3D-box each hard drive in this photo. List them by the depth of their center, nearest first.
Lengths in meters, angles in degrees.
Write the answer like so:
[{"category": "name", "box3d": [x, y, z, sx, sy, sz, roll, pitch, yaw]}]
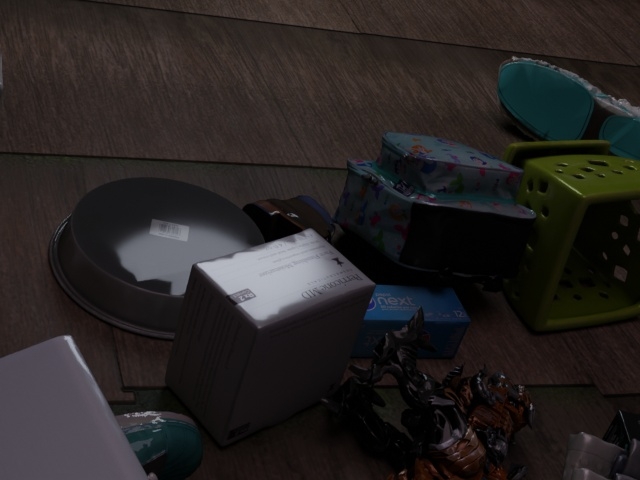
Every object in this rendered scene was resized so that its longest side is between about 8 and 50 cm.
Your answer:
[{"category": "hard drive", "box3d": [-0.243, 0.251, 0.861, 0.233, 0.047, 0.353, -21, 52, -23]}]

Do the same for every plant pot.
[{"category": "plant pot", "box3d": [0.367, -0.024, 1.548, 0.228, 0.227, 0.207, -6, 34, -30]}]

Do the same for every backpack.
[{"category": "backpack", "box3d": [0.146, -0.050, 1.483, 0.225, 0.191, 0.253, 5, 9, -34]}]

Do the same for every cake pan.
[{"category": "cake pan", "box3d": [-0.199, 0.011, 1.370, 0.293, 0.054, 0.293, 13, 34, -9]}]

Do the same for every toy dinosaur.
[{"category": "toy dinosaur", "box3d": [0.127, 0.208, 1.179, 0.218, 0.164, 0.322, 49, 20, 13]}]

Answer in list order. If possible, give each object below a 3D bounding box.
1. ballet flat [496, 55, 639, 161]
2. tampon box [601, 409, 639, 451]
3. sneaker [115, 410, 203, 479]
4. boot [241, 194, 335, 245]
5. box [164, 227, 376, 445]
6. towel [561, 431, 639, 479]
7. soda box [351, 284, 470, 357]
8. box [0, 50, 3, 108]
[{"category": "ballet flat", "box3d": [0.507, -0.209, 1.977, 0.408, 0.147, 0.147, 28, 35, 8]}, {"category": "tampon box", "box3d": [0.373, 0.295, 1.185, 0.101, 0.120, 0.161, 13, 35, -8]}, {"category": "sneaker", "box3d": [-0.232, 0.256, 0.975, 0.302, 0.108, 0.121, -16, 47, -29]}, {"category": "boot", "box3d": [0.000, 0.000, 1.455, 0.106, 0.082, 0.219, -22, 49, -41]}, {"category": "box", "box3d": [-0.058, 0.105, 1.190, 0.181, 0.182, 0.119, -18, 48, -42]}, {"category": "towel", "box3d": [0.343, 0.363, 0.978, 0.312, 0.056, 0.324, 22, 61, -14]}, {"category": "soda box", "box3d": [0.080, 0.103, 1.360, 0.210, 0.067, 0.071, 3, 37, -22]}, {"category": "box", "box3d": [-0.544, -0.184, 1.392, 0.232, 0.149, 0.127, 4, 36, -21]}]
